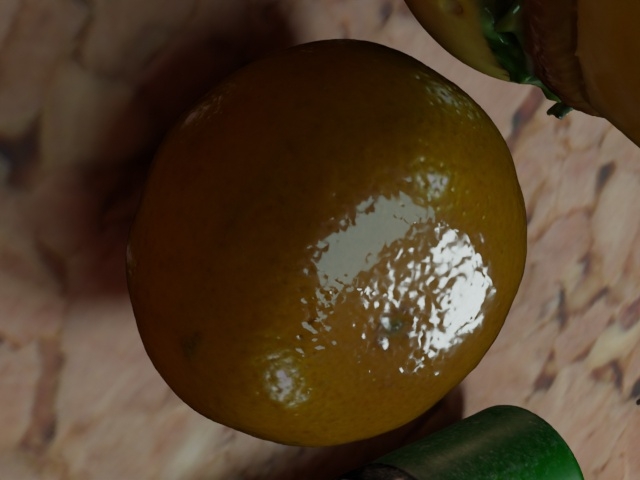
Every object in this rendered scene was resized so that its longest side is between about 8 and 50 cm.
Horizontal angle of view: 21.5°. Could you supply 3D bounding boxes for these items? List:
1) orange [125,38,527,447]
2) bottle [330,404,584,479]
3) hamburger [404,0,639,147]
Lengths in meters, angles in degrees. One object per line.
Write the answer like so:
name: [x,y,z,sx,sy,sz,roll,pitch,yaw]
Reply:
orange: [0.000,0.000,0.633,0.156,0.124,0.156,-14,123,-22]
bottle: [-0.010,0.171,0.786,0.330,0.093,0.093,-21,133,-38]
hamburger: [0.117,-0.153,0.600,0.246,0.170,0.246,-44,149,-35]
